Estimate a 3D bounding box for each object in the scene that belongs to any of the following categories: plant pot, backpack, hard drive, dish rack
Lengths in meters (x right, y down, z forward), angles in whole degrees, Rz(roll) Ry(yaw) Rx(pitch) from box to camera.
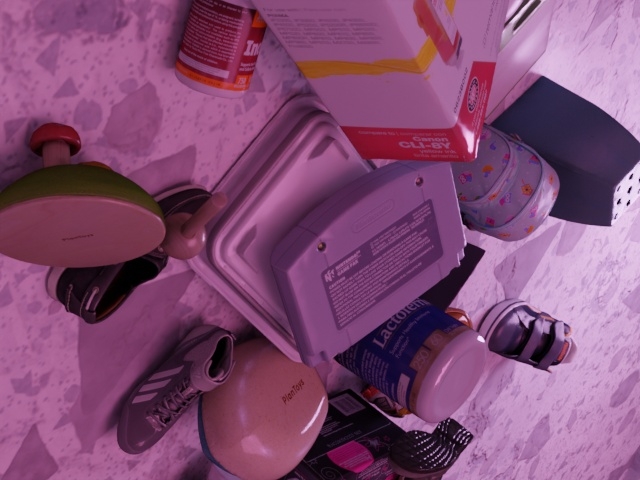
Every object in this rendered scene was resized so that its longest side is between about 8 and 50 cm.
[{"bbox_3d":[0.432,-0.135,1.890,0.165,0.234,0.165,-43,146,-23],"label":"plant pot"},{"bbox_3d":[0.277,-0.093,1.755,0.165,0.188,0.144,-56,149,-2],"label":"backpack"},{"bbox_3d":[0.161,0.102,1.811,0.254,0.054,0.172,-55,-169,-2],"label":"hard drive"},{"bbox_3d":[0.000,0.000,1.476,0.285,0.072,0.333,-52,133,-12],"label":"dish rack"}]

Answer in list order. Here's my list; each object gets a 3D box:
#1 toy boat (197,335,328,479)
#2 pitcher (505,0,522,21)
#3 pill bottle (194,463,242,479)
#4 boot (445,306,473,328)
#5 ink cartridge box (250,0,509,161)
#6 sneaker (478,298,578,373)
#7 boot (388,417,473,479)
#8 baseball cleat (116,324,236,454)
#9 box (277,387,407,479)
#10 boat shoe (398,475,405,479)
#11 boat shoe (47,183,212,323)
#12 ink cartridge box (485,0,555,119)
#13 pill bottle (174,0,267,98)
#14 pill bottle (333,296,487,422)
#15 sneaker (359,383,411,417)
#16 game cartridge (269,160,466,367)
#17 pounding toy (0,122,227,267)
[{"bbox_3d":[-0.070,0.302,1.552,0.148,0.318,0.267,-25,-179,29],"label":"toy boat"},{"bbox_3d":[0.217,-0.340,1.540,0.207,0.126,0.178,-62,170,26],"label":"pitcher"},{"bbox_3d":[-0.177,0.464,1.651,0.146,0.146,0.264,15,104,-58],"label":"pill bottle"},{"bbox_3d":[0.199,0.183,1.959,0.197,0.073,0.152,38,60,-45],"label":"boot"},{"bbox_3d":[0.082,-0.297,1.246,0.384,0.161,0.279,47,54,-57],"label":"ink cartridge box"},{"bbox_3d":[0.454,0.205,2.329,0.321,0.127,0.126,9,111,-55],"label":"sneaker"},{"bbox_3d":[0.160,0.392,1.811,0.246,0.083,0.161,-4,128,-60],"label":"boot"},{"bbox_3d":[-0.188,0.196,1.436,0.072,0.109,0.205,40,74,-25],"label":"baseball cleat"},{"bbox_3d":[0.008,0.370,1.809,0.247,0.163,0.142,-13,130,-51],"label":"box"},{"bbox_3d":[0.176,0.491,2.244,0.066,0.066,0.183,-44,146,-22],"label":"boat shoe"},{"bbox_3d":[-0.204,0.016,1.287,0.233,0.079,0.084,-38,142,-32],"label":"boat shoe"},{"bbox_3d":[0.288,-0.308,1.662,0.171,0.056,0.235,-48,160,-15],"label":"ink cartridge box"},{"bbox_3d":[-0.101,-0.239,1.196,0.086,0.086,0.152,-11,126,-51],"label":"pill bottle"},{"bbox_3d":[0.104,0.146,1.651,0.153,0.265,0.153,-35,142,-34],"label":"pill bottle"},{"bbox_3d":[0.130,0.275,1.932,0.088,0.093,0.225,-50,170,3],"label":"sneaker"},{"bbox_3d":[0.068,0.014,1.455,0.294,0.060,0.196,-33,130,-26],"label":"game cartridge"},{"bbox_3d":[-0.229,-0.054,1.146,0.237,0.110,0.183,1,158,-16],"label":"pounding toy"}]
